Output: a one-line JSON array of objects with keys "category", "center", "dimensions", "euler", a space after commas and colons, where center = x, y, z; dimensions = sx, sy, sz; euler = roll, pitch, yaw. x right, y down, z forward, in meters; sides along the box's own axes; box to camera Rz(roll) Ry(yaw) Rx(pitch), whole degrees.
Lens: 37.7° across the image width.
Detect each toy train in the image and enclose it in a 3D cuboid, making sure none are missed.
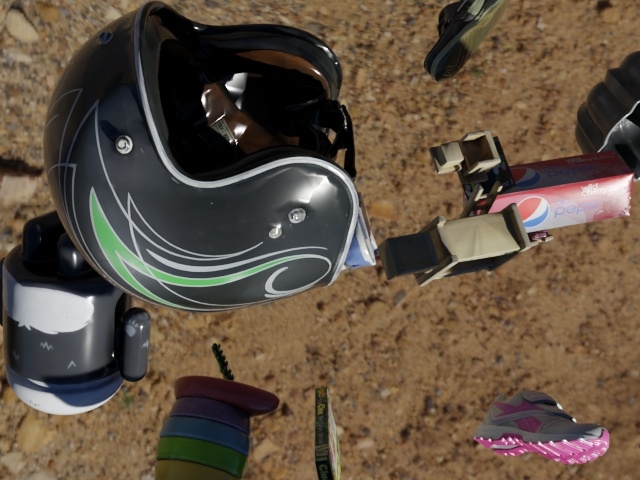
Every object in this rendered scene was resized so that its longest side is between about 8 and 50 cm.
[{"category": "toy train", "center": [-0.166, 0.210, 1.589], "dimensions": [0.017, 0.083, 0.024], "euler": [-14, 141, -22]}]

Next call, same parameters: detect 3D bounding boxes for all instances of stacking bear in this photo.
[{"category": "stacking bear", "center": [-0.194, 0.381, 1.515], "dimensions": [0.164, 0.175, 0.289], "euler": [23, 62, -24]}]

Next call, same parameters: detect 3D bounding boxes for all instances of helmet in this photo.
[{"category": "helmet", "center": [-0.067, -0.042, 0.512], "dimensions": [0.161, 0.169, 0.170], "euler": [5, 106, -10]}]

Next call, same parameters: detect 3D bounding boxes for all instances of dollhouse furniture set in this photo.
[{"category": "dollhouse furniture set", "center": [0.127, -0.035, 1.118], "dimensions": [0.181, 0.101, 0.161], "euler": [-9, 73, -24]}]

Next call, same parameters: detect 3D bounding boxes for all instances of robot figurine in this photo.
[{"category": "robot figurine", "center": [-0.334, 0.097, 1.252], "dimensions": [0.173, 0.209, 0.278], "euler": [-3, 116, -24]}]

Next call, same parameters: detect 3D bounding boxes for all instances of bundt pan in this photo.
[{"category": "bundt pan", "center": [0.637, -0.263, 1.831], "dimensions": [0.330, 0.124, 0.331], "euler": [-22, 149, -14]}]

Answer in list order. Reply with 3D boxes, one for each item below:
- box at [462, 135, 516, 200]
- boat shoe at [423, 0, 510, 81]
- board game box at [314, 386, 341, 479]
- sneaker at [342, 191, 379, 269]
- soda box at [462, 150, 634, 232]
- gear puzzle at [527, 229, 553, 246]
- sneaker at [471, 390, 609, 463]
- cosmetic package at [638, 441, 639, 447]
[{"category": "box", "center": [0.247, -0.107, 1.423], "dimensions": [0.052, 0.062, 0.083], "euler": [-23, 92, -45]}, {"category": "boat shoe", "center": [0.212, -0.326, 1.424], "dimensions": [0.223, 0.073, 0.080], "euler": [-49, 161, -28]}, {"category": "board game box", "center": [0.014, 0.379, 1.661], "dimensions": [0.030, 0.260, 0.136], "euler": [-8, 108, 2]}, {"category": "sneaker", "center": [0.000, 0.000, 1.654], "dimensions": [0.182, 0.315, 0.128], "euler": [-15, 93, 7]}, {"category": "soda box", "center": [0.371, -0.076, 1.537], "dimensions": [0.263, 0.092, 0.084], "euler": [-10, 123, -4]}, {"category": "gear puzzle", "center": [0.250, 0.010, 1.679], "dimensions": [0.338, 0.175, 0.044], "euler": [-15, 100, -38]}, {"category": "sneaker", "center": [0.379, 0.311, 1.611], "dimensions": [0.103, 0.252, 0.111], "euler": [38, 62, -38]}, {"category": "cosmetic package", "center": [0.763, 0.442, 2.074], "dimensions": [0.115, 0.041, 0.060], "euler": [10, 99, -33]}]
